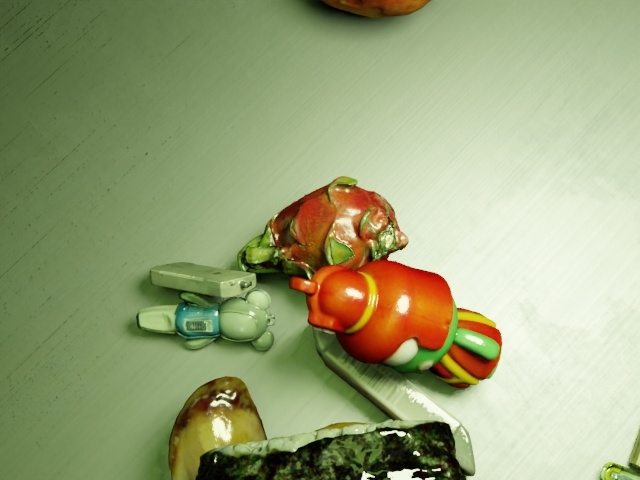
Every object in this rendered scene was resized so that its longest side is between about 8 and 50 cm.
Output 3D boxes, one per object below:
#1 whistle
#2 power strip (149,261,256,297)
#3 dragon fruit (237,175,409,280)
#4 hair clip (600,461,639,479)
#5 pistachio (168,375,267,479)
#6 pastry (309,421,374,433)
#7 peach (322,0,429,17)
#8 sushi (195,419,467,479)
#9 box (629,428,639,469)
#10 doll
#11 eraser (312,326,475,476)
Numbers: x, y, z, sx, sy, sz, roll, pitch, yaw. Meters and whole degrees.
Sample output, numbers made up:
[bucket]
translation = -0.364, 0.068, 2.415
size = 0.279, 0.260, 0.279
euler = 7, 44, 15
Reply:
[whistle]
translation = -0.191, 0.131, 1.299
size = 0.236, 0.077, 0.113
euler = -1, 112, 8
[power strip]
translation = -0.193, 0.064, 1.277
size = 0.227, 0.080, 0.029
euler = 6, 103, 40
[dragon fruit]
translation = 0.001, 0.011, 1.255
size = 0.269, 0.198, 0.200
euler = -29, 29, -6
[hair clip]
translation = 0.509, 0.393, 1.162
size = 0.188, 0.033, 0.060
euler = 28, 80, 11
[pistachio]
translation = -0.160, 0.316, 1.211
size = 0.165, 0.131, 0.210
euler = 9, 91, -34
[pastry]
translation = 0.059, 0.440, 1.129
size = 0.356, 0.164, 0.355
euler = -3, 68, 7
[peach]
translation = 0.118, -0.564, 1.373
size = 0.373, 0.290, 0.372
euler = -4, 65, 9
[sushi]
translation = 0.011, 0.327, 0.987
size = 0.350, 0.211, 0.170
euler = -11, 73, 5
[box]
translation = 0.617, 0.263, 1.186
size = 0.211, 0.045, 0.270
euler = 21, 75, 12
[doll]
translation = 0.112, 0.112, 1.150
size = 0.363, 0.183, 0.160
euler = 19, 84, -28
[eraser]
translation = 0.109, 0.240, 1.225
size = 0.352, 0.089, 0.061
euler = 37, 77, 15
